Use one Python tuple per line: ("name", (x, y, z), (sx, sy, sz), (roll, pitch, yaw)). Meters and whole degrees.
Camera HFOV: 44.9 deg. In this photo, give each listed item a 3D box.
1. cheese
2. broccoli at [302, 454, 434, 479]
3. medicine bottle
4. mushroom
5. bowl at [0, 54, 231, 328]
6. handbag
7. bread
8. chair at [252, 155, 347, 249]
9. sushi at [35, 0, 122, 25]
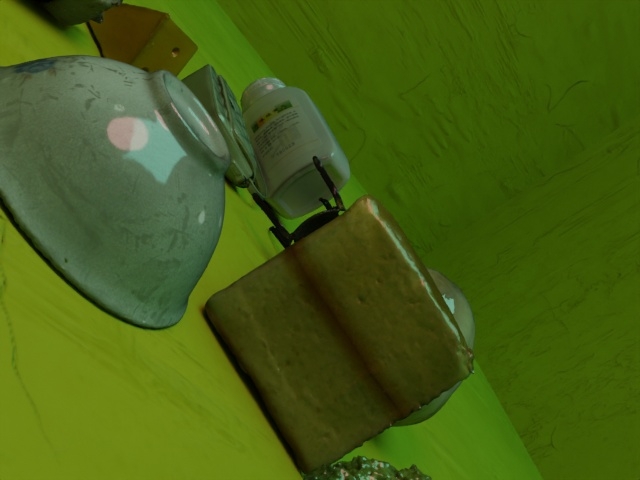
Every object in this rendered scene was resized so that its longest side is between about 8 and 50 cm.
("cheese", (-0.294, -0.303, 1.173), (0.171, 0.126, 0.093), (38, -1, 26))
("broccoli", (0.066, 0.287, 0.606), (0.254, 0.186, 0.302), (63, 1, -15))
("medicine bottle", (-0.071, -0.202, 1.572), (0.124, 0.179, 0.324), (44, 14, -47))
("mushroom", (0.113, 0.157, 1.216), (0.234, 0.253, 0.260), (19, -12, 26))
("bowl", (-0.178, -0.082, 0.763), (0.313, 0.146, 0.313), (52, 11, -14))
("handbag", (-0.161, -0.187, 1.407), (0.219, 0.079, 0.256), (53, 11, -38))
("bread", (0.043, 0.091, 1.001), (0.244, 0.233, 0.362), (57, 9, 5))
("chair", (0.000, 0.000, 1.300), (0.213, 0.174, 0.149), (55, -9, 19))
("sushi", (-0.341, -0.339, 0.972), (0.273, 0.134, 0.109), (67, 9, -57))
